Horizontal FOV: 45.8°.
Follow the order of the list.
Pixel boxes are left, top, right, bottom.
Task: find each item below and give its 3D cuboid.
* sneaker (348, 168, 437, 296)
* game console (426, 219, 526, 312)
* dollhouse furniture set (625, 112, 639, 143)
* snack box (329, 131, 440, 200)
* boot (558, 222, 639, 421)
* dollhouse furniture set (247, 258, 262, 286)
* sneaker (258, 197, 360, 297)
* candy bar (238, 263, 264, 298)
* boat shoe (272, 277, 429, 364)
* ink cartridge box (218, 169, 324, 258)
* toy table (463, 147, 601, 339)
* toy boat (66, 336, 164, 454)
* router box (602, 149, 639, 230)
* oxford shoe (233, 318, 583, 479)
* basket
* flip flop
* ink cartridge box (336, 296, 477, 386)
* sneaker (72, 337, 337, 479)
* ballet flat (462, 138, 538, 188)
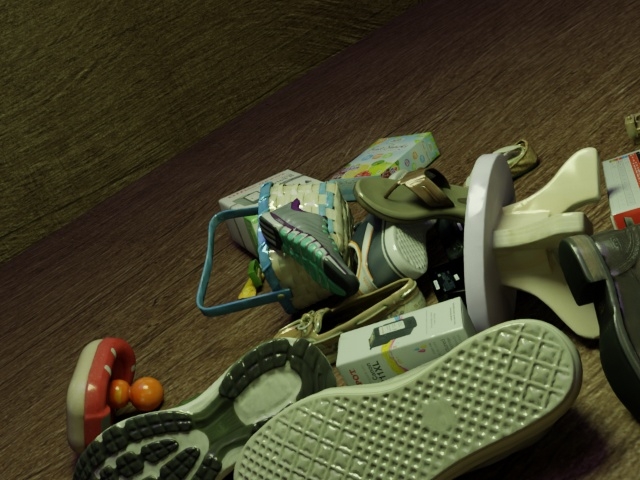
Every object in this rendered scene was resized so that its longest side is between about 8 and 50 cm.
[{"bbox_3d":[0.125,-0.015,1.368,0.127,0.126,0.321,-40,14,30],"label":"sneaker"},{"bbox_3d":[0.280,0.005,1.298,0.213,0.043,0.361,-21,23,8],"label":"game console"},{"bbox_3d":[0.623,-0.250,1.371,0.144,0.123,0.151,-13,26,30],"label":"dollhouse furniture set"},{"bbox_3d":[0.152,-0.175,1.799,0.175,0.070,0.207,0,32,48],"label":"snack box"},{"bbox_3d":[0.411,0.062,0.830,0.229,0.262,0.091,-17,-19,-2],"label":"boot"},{"bbox_3d":[-0.076,0.038,1.566,0.152,0.076,0.058,-22,25,7],"label":"dollhouse furniture set"},{"bbox_3d":[0.000,0.000,1.247,0.098,0.083,0.224,-37,57,-25],"label":"sneaker"},{"bbox_3d":[-0.130,0.074,1.625,0.040,0.018,0.161,-11,26,26],"label":"candy bar"},{"bbox_3d":[0.037,0.130,1.220,0.285,0.089,0.104,-19,23,18],"label":"boat shoe"},{"bbox_3d":[-0.096,-0.061,1.736,0.198,0.114,0.273,-25,21,-16],"label":"ink cartridge box"},{"bbox_3d":[0.299,0.010,1.029,0.161,0.274,0.252,-3,-1,29],"label":"toy table"},{"bbox_3d":[-0.351,0.267,1.326,0.151,0.150,0.231,3,22,-8],"label":"toy boat"},{"bbox_3d":[0.555,-0.088,1.040,0.301,0.082,0.335,-18,10,23],"label":"router box"},{"bbox_3d":[0.100,0.231,0.901,0.450,0.169,0.130,-28,-23,15],"label":"oxford shoe"},{"bbox_3d":[-0.084,0.020,1.417,0.289,0.201,0.254,-7,47,11],"label":"basket"},{"bbox_3d":[0.192,-0.081,1.276,0.277,0.080,0.112,6,38,-4],"label":"flip flop"},{"bbox_3d":[0.125,0.166,0.995,0.175,0.127,0.072,-20,25,18],"label":"ink cartridge box"},{"bbox_3d":[-0.157,0.283,1.106,0.411,0.158,0.182,-28,-9,1],"label":"sneaker"},{"bbox_3d":[0.341,-0.137,1.507,0.206,0.067,0.073,-34,24,-17],"label":"ballet flat"}]
